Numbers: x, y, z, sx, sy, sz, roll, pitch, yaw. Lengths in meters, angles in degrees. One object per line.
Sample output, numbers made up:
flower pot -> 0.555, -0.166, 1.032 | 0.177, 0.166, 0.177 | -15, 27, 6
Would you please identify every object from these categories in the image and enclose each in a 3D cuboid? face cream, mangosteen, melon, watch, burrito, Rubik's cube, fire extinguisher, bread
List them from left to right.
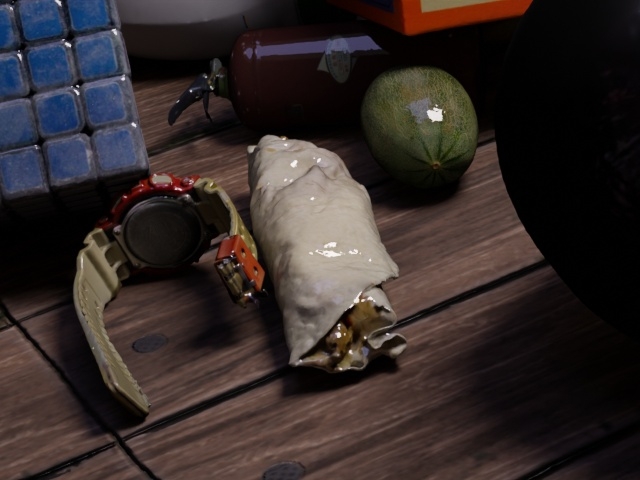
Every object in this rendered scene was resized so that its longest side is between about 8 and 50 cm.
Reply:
Rubik's cube -> -0.299, -0.136, 1.565 | 0.237, 0.236, 0.238 | -11, -4, -7
watch -> -0.130, 0.040, 1.409 | 0.165, 0.102, 0.268 | -30, 31, -1
face cream -> -0.142, -0.347, 2.014 | 0.357, 0.219, 0.312 | -3, 28, 10
burrito -> 0.000, 0.000, 1.469 | 0.117, 0.076, 0.392 | -6, 29, -6
fire extinguisher -> 0.008, -0.176, 1.756 | 0.337, 0.114, 0.135 | -4, 35, 11
melon -> 0.098, -0.116, 1.614 | 0.114, 0.114, 0.167 | -13, 32, -8
bread -> 0.201, -0.270, 1.942 | 0.149, 0.065, 0.187 | -4, 28, 32
mangosteen -> 0.333, -0.079, 1.269 | 0.382, 0.382, 0.435 | -3, -9, 11

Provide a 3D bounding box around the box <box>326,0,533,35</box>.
box -> 0.175, -0.382, 1.721 | 0.319, 0.256, 0.348 | -11, 16, -9
